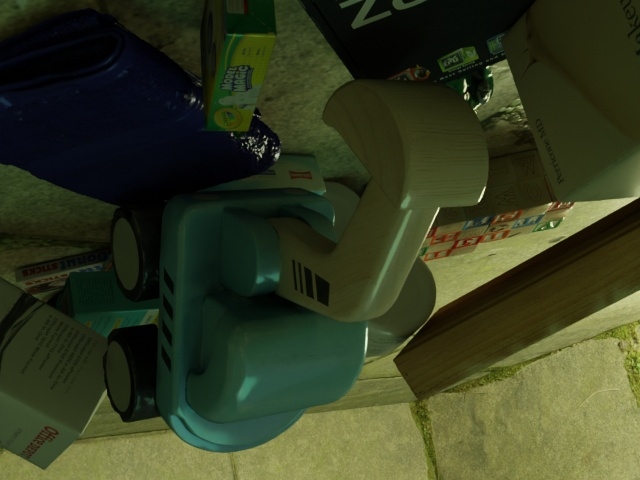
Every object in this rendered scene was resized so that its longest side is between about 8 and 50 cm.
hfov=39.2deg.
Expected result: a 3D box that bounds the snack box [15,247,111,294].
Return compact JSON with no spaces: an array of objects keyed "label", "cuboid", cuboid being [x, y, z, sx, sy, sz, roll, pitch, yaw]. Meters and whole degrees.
[{"label":"snack box","cuboid":[-0.340,0.041,1.293,0.178,0.022,0.064,-13,159,-4]}]

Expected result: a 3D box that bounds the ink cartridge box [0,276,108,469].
[{"label":"ink cartridge box","cuboid":[-0.425,0.143,1.120,0.307,0.129,0.223,32,145,-12]}]

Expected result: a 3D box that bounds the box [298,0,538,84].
[{"label":"box","cuboid":[0.170,-0.258,0.651,0.395,0.097,0.318,-19,160,13]}]

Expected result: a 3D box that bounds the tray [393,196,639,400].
[{"label":"tray","cuboid":[0.302,0.060,1.178,0.411,0.076,0.203,-32,180,27]}]

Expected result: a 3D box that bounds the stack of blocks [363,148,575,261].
[{"label":"stack of blocks","cuboid":[0.213,-0.043,1.343,0.297,0.087,0.171,-12,162,-5]}]

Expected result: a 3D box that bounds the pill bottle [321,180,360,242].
[{"label":"pill bottle","cuboid":[0.000,0.000,1.284,0.108,0.108,0.193,-10,162,-11]}]

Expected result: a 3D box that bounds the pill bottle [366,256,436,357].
[{"label":"pill bottle","cuboid":[0.080,0.101,1.327,0.131,0.131,0.229,-10,163,-12]}]

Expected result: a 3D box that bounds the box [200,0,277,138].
[{"label":"box","cuboid":[-0.072,-0.164,0.739,0.043,0.105,0.179,-1,160,-11]}]

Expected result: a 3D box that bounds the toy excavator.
[{"label":"toy excavator","cuboid":[-0.027,0.044,0.877,0.222,0.432,0.445,-5,-162,-33]}]

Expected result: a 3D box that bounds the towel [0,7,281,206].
[{"label":"towel","cuboid":[-0.197,-0.116,0.865,0.228,0.076,0.308,-13,164,20]}]

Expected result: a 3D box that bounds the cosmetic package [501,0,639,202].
[{"label":"cosmetic package","cuboid":[0.267,-0.161,0.612,0.113,0.160,0.309,-6,159,-25]}]

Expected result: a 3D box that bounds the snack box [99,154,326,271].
[{"label":"snack box","cuboid":[-0.152,-0.009,1.188,0.187,0.060,0.322,-2,154,-33]}]

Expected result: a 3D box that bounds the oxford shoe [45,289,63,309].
[{"label":"oxford shoe","cuboid":[-0.334,0.106,1.404,0.227,0.082,0.096,-17,166,15]}]

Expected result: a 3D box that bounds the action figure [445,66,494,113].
[{"label":"action figure","cuboid":[0.132,-0.170,0.940,0.137,0.063,0.232,-9,163,18]}]

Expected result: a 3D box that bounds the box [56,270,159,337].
[{"label":"box","cuboid":[-0.218,0.084,1.202,0.244,0.060,0.100,-1,154,-28]}]
